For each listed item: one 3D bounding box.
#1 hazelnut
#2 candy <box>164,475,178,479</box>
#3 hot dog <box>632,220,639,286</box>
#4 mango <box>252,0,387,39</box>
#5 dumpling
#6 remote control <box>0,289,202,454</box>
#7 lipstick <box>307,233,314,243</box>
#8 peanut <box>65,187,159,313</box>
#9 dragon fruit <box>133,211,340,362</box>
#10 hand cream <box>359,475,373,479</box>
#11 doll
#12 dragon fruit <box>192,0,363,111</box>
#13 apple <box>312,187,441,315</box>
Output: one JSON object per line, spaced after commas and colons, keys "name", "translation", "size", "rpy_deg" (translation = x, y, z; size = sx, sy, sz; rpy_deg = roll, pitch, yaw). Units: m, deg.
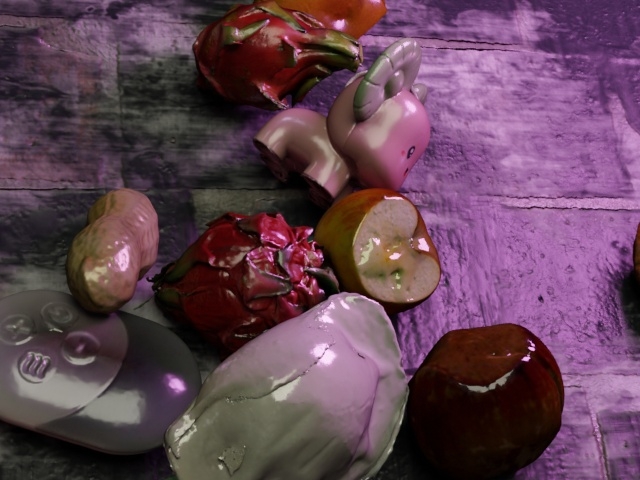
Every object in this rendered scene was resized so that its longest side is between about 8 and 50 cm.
{"name": "hazelnut", "translation": [0.229, 0.227, 1.926], "size": [0.233, 0.218, 0.218], "rpy_deg": [-21, 63, -16]}
{"name": "candy", "translation": [-0.201, 0.327, 1.829], "size": [0.305, 0.091, 0.083], "rpy_deg": [-43, 108, -44]}
{"name": "hot dog", "translation": [0.678, -0.004, 2.190], "size": [0.387, 0.174, 0.267], "rpy_deg": [-21, 66, -26]}
{"name": "mango", "translation": [-0.018, -0.402, 2.310], "size": [0.236, 0.166, 0.136], "rpy_deg": [-43, 29, -12]}
{"name": "dumpling", "translation": [-0.028, 0.242, 1.790], "size": [0.341, 0.181, 0.260], "rpy_deg": [-47, 116, -50]}
{"name": "remote control", "translation": [-0.324, 0.177, 1.869], "size": [0.332, 0.103, 0.221], "rpy_deg": [18, 49, -3]}
{"name": "lipstick", "translation": [0.000, 0.000, 2.112], "size": [0.116, 0.037, 0.037], "rpy_deg": [-24, 65, -21]}
{"name": "peanut", "translation": [-0.295, 0.019, 1.949], "size": [0.111, 0.125, 0.274], "rpy_deg": [-12, 24, 12]}
{"name": "dragon fruit", "translation": [-0.123, 0.076, 1.947], "size": [0.293, 0.234, 0.234], "rpy_deg": [-16, 57, 13]}
{"name": "hand cream", "translation": [0.032, 0.330, 1.888], "size": [0.255, 0.048, 0.079], "rpy_deg": [41, 52, 17]}
{"name": "doll", "translation": [0.061, -0.181, 2.117], "size": [0.216, 0.284, 0.268], "rpy_deg": [36, 79, 17]}
{"name": "dragon fruit", "translation": [-0.072, -0.283, 2.183], "size": [0.269, 0.200, 0.198], "rpy_deg": [13, 63, -3]}
{"name": "apple", "translation": [0.085, 0.016, 2.039], "size": [0.173, 0.160, 0.195], "rpy_deg": [-28, 106, -13]}
